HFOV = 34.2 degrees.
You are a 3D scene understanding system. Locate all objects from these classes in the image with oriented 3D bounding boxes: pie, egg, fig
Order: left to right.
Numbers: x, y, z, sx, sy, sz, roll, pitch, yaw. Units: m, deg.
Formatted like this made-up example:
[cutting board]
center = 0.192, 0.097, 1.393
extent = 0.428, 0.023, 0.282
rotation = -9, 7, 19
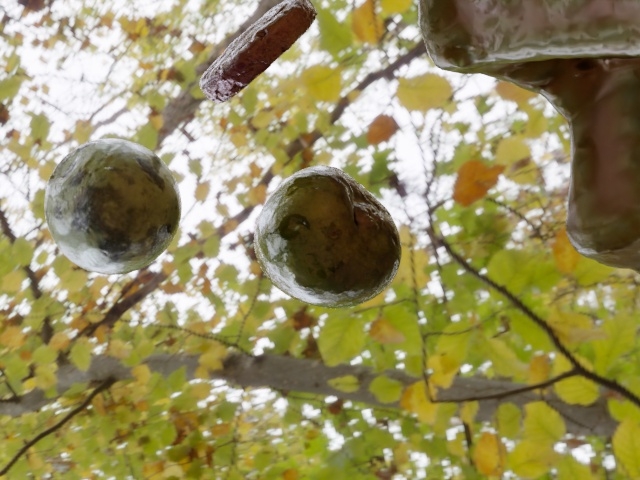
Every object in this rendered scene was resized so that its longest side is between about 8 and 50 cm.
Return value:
[egg]
center = -0.213, -0.034, 1.071
extent = 0.141, 0.181, 0.141
rotation = -4, -78, -17
[pie]
center = -0.081, -0.243, 1.304
extent = 0.049, 0.182, 0.182
rotation = 47, -121, -16
[fig]
center = 0.000, 0.000, 1.264
extent = 0.181, 0.191, 0.181
rotation = 15, -119, -30

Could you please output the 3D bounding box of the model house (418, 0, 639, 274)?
[model house]
center = 0.150, -0.085, 0.358
extent = 0.173, 0.239, 0.268
rotation = -63, -30, -64
